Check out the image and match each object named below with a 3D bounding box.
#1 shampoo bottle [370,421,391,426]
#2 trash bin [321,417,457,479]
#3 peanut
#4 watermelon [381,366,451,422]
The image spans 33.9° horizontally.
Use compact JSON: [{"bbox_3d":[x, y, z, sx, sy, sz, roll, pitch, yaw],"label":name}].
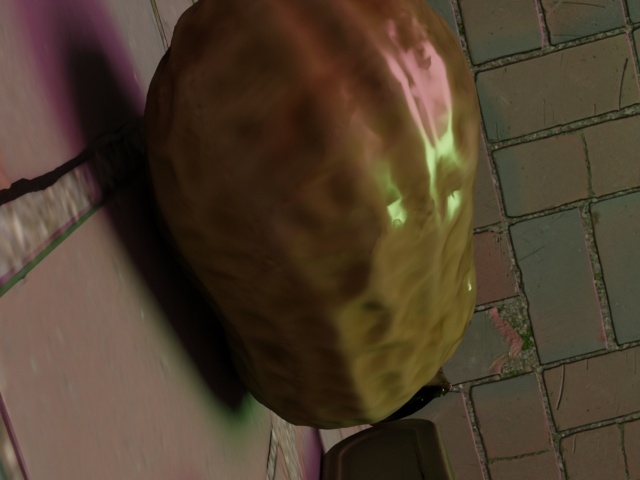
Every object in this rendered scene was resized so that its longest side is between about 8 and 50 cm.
[{"bbox_3d":[0.064,0.157,1.349,0.153,0.071,0.284,-90,163,-71],"label":"shampoo bottle"},{"bbox_3d":[0.082,0.286,0.795,0.243,0.121,0.247,-83,155,-81],"label":"trash bin"},{"bbox_3d":[0.000,0.000,0.501,0.153,0.140,0.325,32,-22,19],"label":"peanut"},{"bbox_3d":[0.040,0.074,0.935,0.063,0.119,0.245,59,4,-36],"label":"watermelon"}]
